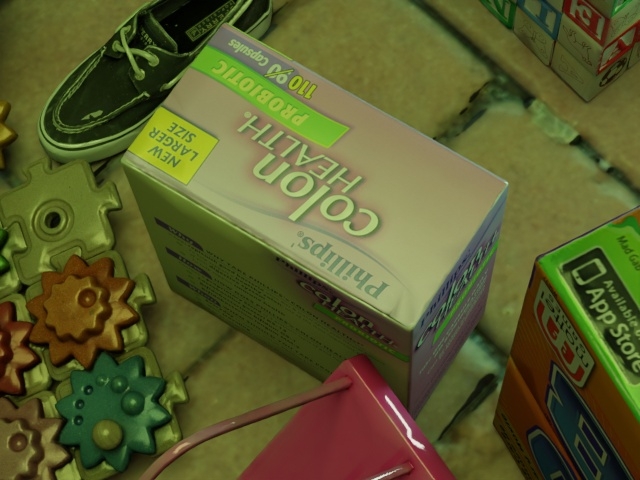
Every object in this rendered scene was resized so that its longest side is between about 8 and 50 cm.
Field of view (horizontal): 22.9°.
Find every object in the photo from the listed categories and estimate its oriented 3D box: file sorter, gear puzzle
[{"bbox_3d":[0.000,0.259,0.959,0.182,0.202,0.290,-15,62,-48],"label":"file sorter"},{"bbox_3d":[-0.222,0.023,1.159,0.175,0.044,0.339,-24,70,7],"label":"gear puzzle"}]

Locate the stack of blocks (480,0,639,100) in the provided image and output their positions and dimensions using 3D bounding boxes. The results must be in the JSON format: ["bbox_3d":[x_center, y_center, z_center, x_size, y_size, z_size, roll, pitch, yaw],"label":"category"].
[{"bbox_3d":[0.140,-0.266,1.206,0.087,0.171,0.297,-39,72,-13],"label":"stack of blocks"}]

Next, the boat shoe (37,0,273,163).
[{"bbox_3d":[-0.132,-0.146,1.224,0.219,0.070,0.078,-40,73,-11],"label":"boat shoe"}]

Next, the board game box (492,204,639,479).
[{"bbox_3d":[0.353,0.136,0.944,0.356,0.356,0.356,-27,70,-8],"label":"board game box"}]

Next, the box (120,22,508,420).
[{"bbox_3d":[0.000,0.000,1.072,0.214,0.243,0.117,31,74,14],"label":"box"}]
